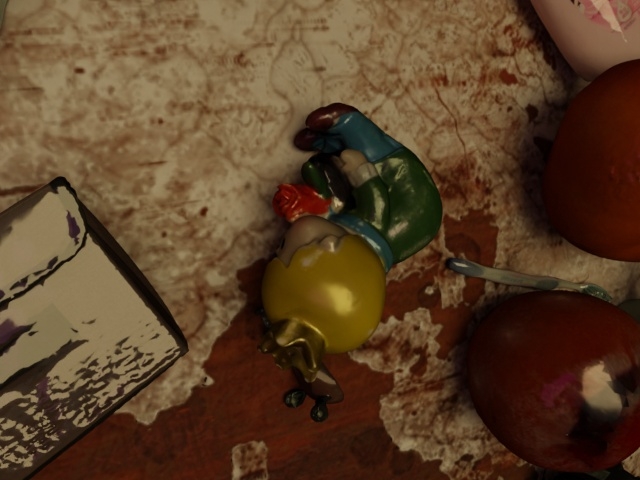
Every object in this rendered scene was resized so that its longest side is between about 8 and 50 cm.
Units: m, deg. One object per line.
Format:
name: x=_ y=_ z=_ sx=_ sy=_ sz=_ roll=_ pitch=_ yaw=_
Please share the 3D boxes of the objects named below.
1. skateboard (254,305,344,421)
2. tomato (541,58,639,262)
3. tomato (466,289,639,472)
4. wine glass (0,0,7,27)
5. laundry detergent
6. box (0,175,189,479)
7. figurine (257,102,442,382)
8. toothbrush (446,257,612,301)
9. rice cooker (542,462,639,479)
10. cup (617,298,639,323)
skateboard: x=-0.011 y=0.104 z=0.557 sx=0.080 sy=0.067 sz=0.151 roll=-24 pitch=101 yaw=-28
tomato: x=0.377 y=-0.101 z=0.614 sx=0.259 sy=0.180 sz=0.260 roll=-23 pitch=139 yaw=-21
tomato: x=0.281 y=0.161 z=0.615 sx=0.208 sy=0.184 sz=0.208 roll=-3 pitch=97 yaw=-24
wine glass: x=-0.298 y=-0.245 z=0.345 sx=0.196 sy=0.165 sz=0.165 roll=24 pitch=87 yaw=-16
laundry detergent: x=0.280 y=-0.355 z=0.605 sx=0.159 sy=0.088 sz=0.335 roll=-44 pitch=110 yaw=-10
box: x=-0.246 y=0.088 z=0.389 sx=0.252 sy=0.188 sz=0.153 roll=-40 pitch=107 yaw=-17
figurine: x=0.003 y=-0.005 z=0.492 sx=0.234 sy=0.127 sz=0.185 roll=-44 pitch=101 yaw=-22
toothbrush: x=0.276 y=0.052 z=0.687 sx=0.269 sy=0.027 sz=0.021 roll=11 pitch=105 yaw=-22
rice cooker: x=0.375 y=0.383 z=0.707 sx=0.118 sy=0.142 sz=0.203 roll=-30 pitch=108 yaw=-30
cup: x=0.499 y=0.124 z=0.675 sx=0.186 sy=0.234 sz=0.258 roll=0 pitch=98 yaw=-23
